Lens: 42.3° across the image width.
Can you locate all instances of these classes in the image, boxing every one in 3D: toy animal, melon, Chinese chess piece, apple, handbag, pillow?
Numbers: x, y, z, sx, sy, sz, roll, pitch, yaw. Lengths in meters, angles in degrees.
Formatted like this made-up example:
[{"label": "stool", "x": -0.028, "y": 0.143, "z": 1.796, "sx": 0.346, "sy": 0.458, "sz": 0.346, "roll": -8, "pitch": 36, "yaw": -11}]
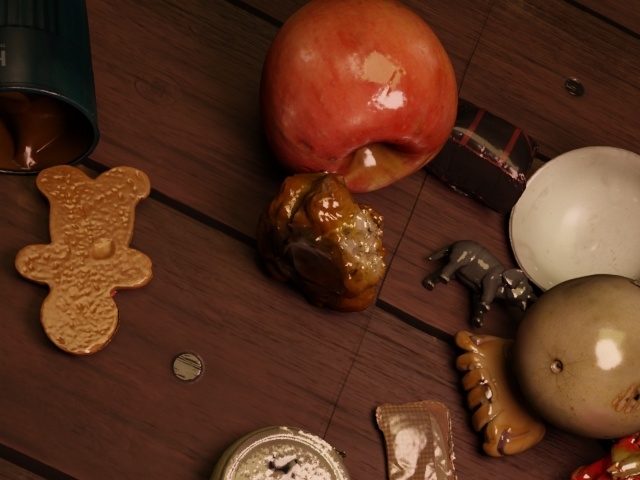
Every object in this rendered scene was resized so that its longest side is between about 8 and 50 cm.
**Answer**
[{"label": "toy animal", "x": 0.316, "y": 0.092, "z": 1.512, "sx": 0.269, "sy": 0.082, "sz": 0.137, "roll": 30, "pitch": 57, "yaw": 16}, {"label": "melon", "x": 0.468, "y": 0.186, "z": 1.367, "sx": 0.330, "sy": 0.268, "sz": 0.268, "roll": 1, "pitch": 60, "yaw": -46}, {"label": "Chinese chess piece", "x": -0.060, "y": 0.392, "z": 1.253, "sx": 0.238, "sy": 0.092, "sz": 0.237, "roll": 8, "pitch": 61, "yaw": -13}, {"label": "apple", "x": 0.061, "y": -0.269, "z": 1.476, "sx": 0.364, "sy": 0.364, "sz": 0.364, "roll": 7, "pitch": 62, "yaw": -14}, {"label": "handbag", "x": 0.316, "y": -0.171, "z": 1.630, "sx": 0.215, "sy": 0.155, "sz": 0.169, "roll": 33, "pitch": 44, "yaw": 4}, {"label": "pillow", "x": 0.167, "y": 0.370, "z": 1.370, "sx": 0.135, "sy": 0.034, "sz": 0.211, "roll": 1, "pitch": 65, "yaw": -19}]

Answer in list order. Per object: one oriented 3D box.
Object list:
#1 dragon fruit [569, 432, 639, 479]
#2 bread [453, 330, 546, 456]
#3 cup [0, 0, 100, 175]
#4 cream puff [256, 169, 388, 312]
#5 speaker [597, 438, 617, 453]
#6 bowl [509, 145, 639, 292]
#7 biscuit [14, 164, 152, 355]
[{"label": "dragon fruit", "x": 0.515, "y": 0.457, "z": 1.319, "sx": 0.231, "sy": 0.237, "sz": 0.302, "roll": 29, "pitch": 67, "yaw": -6}, {"label": "bread", "x": 0.308, "y": 0.262, "z": 1.444, "sx": 0.134, "sy": 0.081, "sz": 0.225, "roll": 0, "pitch": 62, "yaw": -23}, {"label": "cup", "x": -0.524, "y": -0.282, "z": 1.403, "sx": 0.242, "sy": 0.308, "sz": 0.292, "roll": 19, "pitch": 52, "yaw": -46}, {"label": "cream puff", "x": 0.000, "y": 0.000, "z": 1.383, "sx": 0.241, "sy": 0.269, "sz": 0.155, "roll": 27, "pitch": 47, "yaw": 10}, {"label": "speaker", "x": 0.506, "y": 0.325, "z": 1.496, "sx": 0.046, "sy": 0.040, "sz": 0.191, "roll": -31, "pitch": 77, "yaw": -26}, {"label": "bowl", "x": 0.536, "y": -0.012, "z": 1.601, "sx": 0.313, "sy": 0.146, "sz": 0.313, "roll": -9, "pitch": 70, "yaw": 24}, {"label": "biscuit", "x": -0.388, "y": 0.029, "z": 1.365, "sx": 0.216, "sy": 0.047, "sz": 0.339, "roll": 0, "pitch": 66, "yaw": -15}]
